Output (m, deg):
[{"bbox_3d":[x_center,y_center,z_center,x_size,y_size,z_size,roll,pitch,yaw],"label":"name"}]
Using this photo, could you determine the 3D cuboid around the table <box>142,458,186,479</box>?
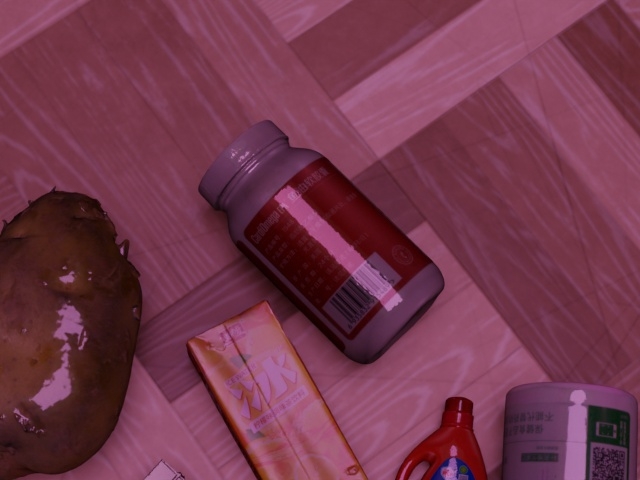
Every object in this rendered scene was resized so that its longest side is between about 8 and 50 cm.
[{"bbox_3d":[-0.148,0.270,1.390,0.083,0.062,0.079,41,77,8],"label":"table"}]

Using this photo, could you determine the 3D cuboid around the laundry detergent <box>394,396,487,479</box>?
[{"bbox_3d":[0.123,0.238,1.426,0.097,0.049,0.165,8,72,3],"label":"laundry detergent"}]

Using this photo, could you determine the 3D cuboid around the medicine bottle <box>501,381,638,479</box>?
[{"bbox_3d":[0.239,0.282,1.375,0.133,0.133,0.274,4,74,-2],"label":"medicine bottle"}]

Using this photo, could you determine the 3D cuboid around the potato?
[{"bbox_3d":[-0.270,0.094,1.394,0.191,0.141,0.296,6,75,15],"label":"potato"}]

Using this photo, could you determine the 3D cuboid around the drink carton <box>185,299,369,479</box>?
[{"bbox_3d":[-0.041,0.180,1.418,0.096,0.071,0.223,-29,77,-10],"label":"drink carton"}]

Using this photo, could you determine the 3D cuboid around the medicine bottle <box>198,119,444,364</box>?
[{"bbox_3d":[0.000,0.000,1.439,0.131,0.131,0.250,-43,81,-13],"label":"medicine bottle"}]
